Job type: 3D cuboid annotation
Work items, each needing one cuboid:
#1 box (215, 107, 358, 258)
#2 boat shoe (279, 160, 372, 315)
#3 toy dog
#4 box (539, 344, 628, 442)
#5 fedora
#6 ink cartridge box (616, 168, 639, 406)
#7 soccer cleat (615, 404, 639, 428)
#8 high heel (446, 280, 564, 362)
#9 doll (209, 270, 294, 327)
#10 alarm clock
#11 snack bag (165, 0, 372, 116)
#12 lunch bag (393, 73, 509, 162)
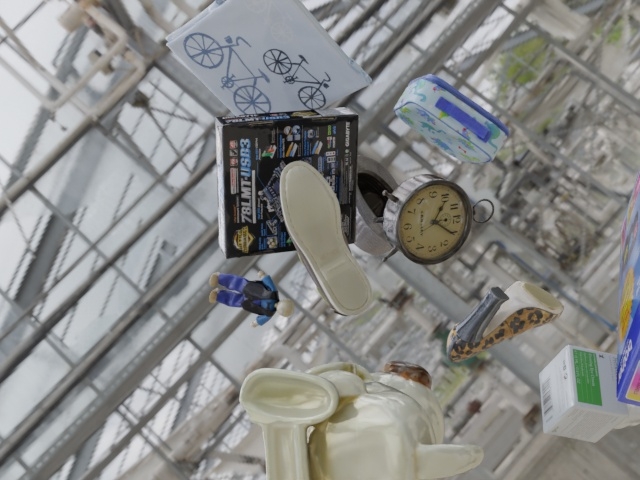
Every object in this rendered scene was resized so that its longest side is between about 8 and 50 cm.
[{"bbox_3d":[-0.068,-0.120,1.705,0.293,0.073,0.295,-7,-66,-17],"label":"box"},{"bbox_3d":[0.000,0.000,1.629,0.116,0.324,0.097,-26,-1,-15],"label":"boat shoe"},{"bbox_3d":[0.088,0.324,1.411,0.395,0.284,0.408,-16,-8,17],"label":"toy dog"},{"bbox_3d":[0.383,0.225,1.194,0.102,0.087,0.101,112,168,-52],"label":"box"},{"bbox_3d":[0.125,-0.069,2.068,0.124,0.275,0.244,-40,-22,30],"label":"fedora"},{"bbox_3d":[0.485,0.042,1.053,0.395,0.151,0.270,-70,-16,-45],"label":"ink cartridge box"},{"bbox_3d":[0.498,0.285,1.383,0.196,0.076,0.068,28,-120,-86],"label":"soccer cleat"},{"bbox_3d":[0.371,0.175,1.648,0.261,0.093,0.186,7,-54,-40],"label":"high heel"},{"bbox_3d":[-0.138,0.122,1.687,0.046,0.189,0.129,-32,-49,-61],"label":"doll"},{"bbox_3d":[0.174,-0.035,1.214,0.192,0.064,0.129,-7,-71,-19],"label":"alarm clock"},{"bbox_3d":[-0.112,-0.379,1.704,0.342,0.323,0.037,-23,33,39],"label":"snack bag"},{"bbox_3d":[0.266,-0.243,1.653,0.090,0.219,0.176,-57,8,-3],"label":"lunch bag"}]
